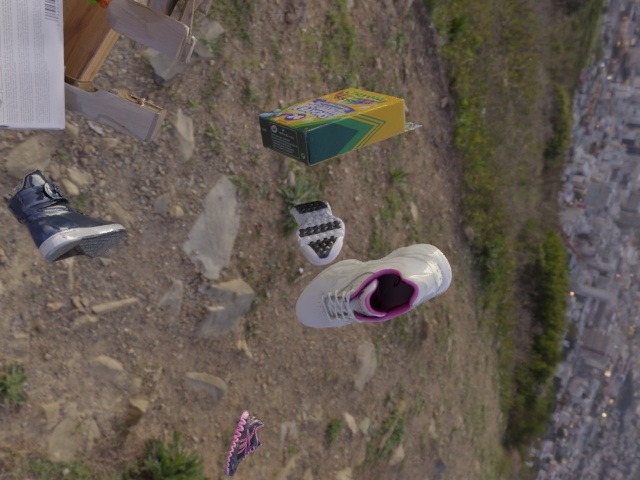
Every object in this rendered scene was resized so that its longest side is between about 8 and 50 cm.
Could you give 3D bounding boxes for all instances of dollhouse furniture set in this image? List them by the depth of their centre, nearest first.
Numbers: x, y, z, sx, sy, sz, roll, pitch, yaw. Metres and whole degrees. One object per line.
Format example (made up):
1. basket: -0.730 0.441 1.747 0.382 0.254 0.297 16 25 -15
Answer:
1. dollhouse furniture set: -0.413 -0.448 1.178 0.257 0.362 0.393 21 102 -15

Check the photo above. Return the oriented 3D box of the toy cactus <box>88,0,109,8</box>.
1. toy cactus: -0.489 -0.540 1.065 0.181 0.219 0.112 15 110 -55

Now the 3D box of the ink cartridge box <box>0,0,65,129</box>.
1. ink cartridge box: -0.562 -0.345 0.953 0.261 0.066 0.296 -29 125 -69

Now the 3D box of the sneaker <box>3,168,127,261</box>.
1. sneaker: -0.454 -0.048 0.986 0.086 0.163 0.226 -42 175 7

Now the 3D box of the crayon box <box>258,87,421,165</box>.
1. crayon box: 0.047 -0.278 1.276 0.323 0.203 0.083 -23 122 -27

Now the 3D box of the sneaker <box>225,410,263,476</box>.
1. sneaker: -0.141 0.386 1.035 0.047 0.057 0.119 121 -11 -63

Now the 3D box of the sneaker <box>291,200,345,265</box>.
1. sneaker: 0.000 0.000 1.257 0.110 0.292 0.118 -9 111 -2

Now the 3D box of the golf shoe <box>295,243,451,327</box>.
1. golf shoe: 0.064 0.091 0.938 0.140 0.306 0.115 -30 95 -59

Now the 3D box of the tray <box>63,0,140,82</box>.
1. tray: -0.771 -0.656 1.747 0.410 0.203 0.076 -54 176 11
